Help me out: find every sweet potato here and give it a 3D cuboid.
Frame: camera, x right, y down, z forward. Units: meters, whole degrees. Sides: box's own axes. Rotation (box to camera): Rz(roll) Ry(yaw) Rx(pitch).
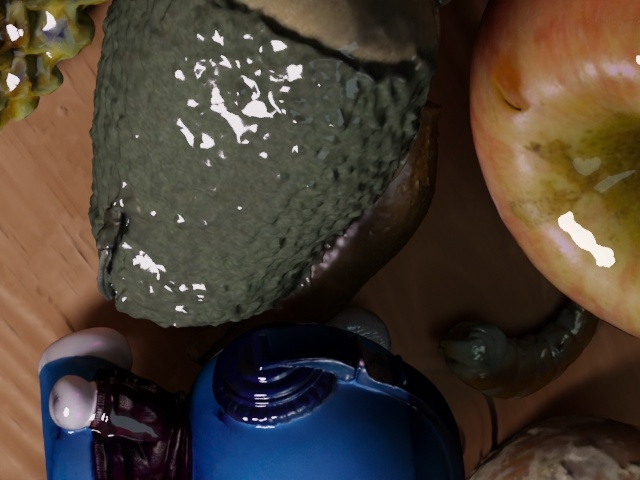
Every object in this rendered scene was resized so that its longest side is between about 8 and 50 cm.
[{"bbox_3d":[-0.001,-0.004,1.547,0.112,0.085,0.286,34,114,-22],"label":"sweet potato"}]

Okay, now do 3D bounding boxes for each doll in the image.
[{"bbox_3d":[-0.041,-0.091,1.359,0.247,0.247,0.349,0,132,-32],"label":"doll"},{"bbox_3d":[-0.047,0.178,1.473,0.310,0.240,0.284,-5,130,-6],"label":"doll"}]

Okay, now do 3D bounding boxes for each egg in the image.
[{"bbox_3d":[0.221,0.268,1.795,0.245,0.203,0.203,-48,133,12],"label":"egg"}]

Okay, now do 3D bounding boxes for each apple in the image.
[{"bbox_3d":[0.323,-0.109,1.460,0.346,0.391,0.391,-36,138,-34],"label":"apple"}]

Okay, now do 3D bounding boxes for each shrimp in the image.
[{"bbox_3d":[0.189,0.066,1.733,0.161,0.049,0.166,21,108,-43],"label":"shrimp"}]

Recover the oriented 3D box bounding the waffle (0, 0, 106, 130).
[{"bbox_3d":[-0.254,-0.140,1.305,0.223,0.054,0.204,-45,134,3],"label":"waffle"}]

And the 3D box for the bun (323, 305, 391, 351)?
[{"bbox_3d":[0.021,0.089,1.646,0.083,0.045,0.083,-15,126,-22],"label":"bun"}]
